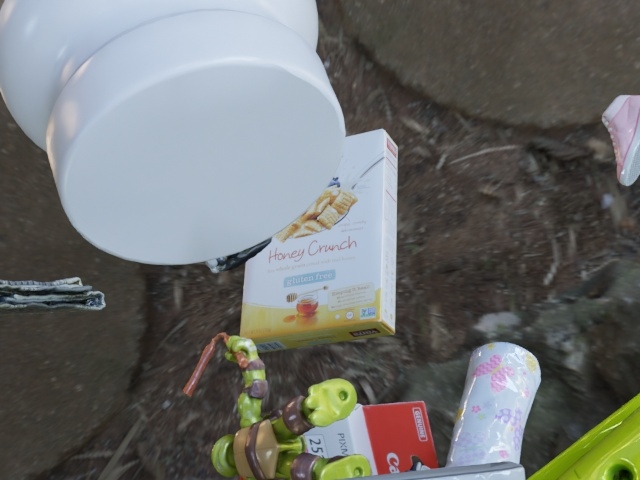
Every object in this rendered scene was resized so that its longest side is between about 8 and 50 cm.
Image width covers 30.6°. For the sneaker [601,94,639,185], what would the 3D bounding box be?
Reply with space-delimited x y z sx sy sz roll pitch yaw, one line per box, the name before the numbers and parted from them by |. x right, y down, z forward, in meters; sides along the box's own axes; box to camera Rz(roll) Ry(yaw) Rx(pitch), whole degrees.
sneaker | 0.441 -0.149 1.706 0.070 0.051 0.134 17 94 35

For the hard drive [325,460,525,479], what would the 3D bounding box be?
hard drive | 0.040 0.339 0.789 0.233 0.047 0.352 -5 85 -7

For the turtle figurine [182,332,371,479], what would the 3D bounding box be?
turtle figurine | -0.043 0.213 1.123 0.087 0.217 0.269 13 71 -36

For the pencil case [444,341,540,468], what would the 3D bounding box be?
pencil case | 0.281 0.297 1.896 0.124 0.113 0.273 9 50 13

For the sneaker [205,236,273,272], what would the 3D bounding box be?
sneaker | -0.096 -0.090 1.116 0.110 0.292 0.118 -27 64 -29

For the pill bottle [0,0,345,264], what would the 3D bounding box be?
pill bottle | -0.123 -0.173 0.782 0.210 0.210 0.362 -21 55 -3

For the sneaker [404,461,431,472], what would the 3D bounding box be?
sneaker | 0.150 0.445 1.806 0.086 0.226 0.163 22 55 32

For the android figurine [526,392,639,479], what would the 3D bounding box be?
android figurine | 0.168 0.138 0.659 0.273 0.248 0.056 -42 69 10

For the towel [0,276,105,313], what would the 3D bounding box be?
towel | -0.508 0.079 1.656 0.324 0.312 0.056 -3 85 18

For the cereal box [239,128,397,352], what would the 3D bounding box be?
cereal box | 0.000 0.000 1.321 0.173 0.047 0.240 -11 61 24

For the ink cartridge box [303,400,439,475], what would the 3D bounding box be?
ink cartridge box | 0.082 0.408 1.944 0.239 0.060 0.275 -8 99 31
